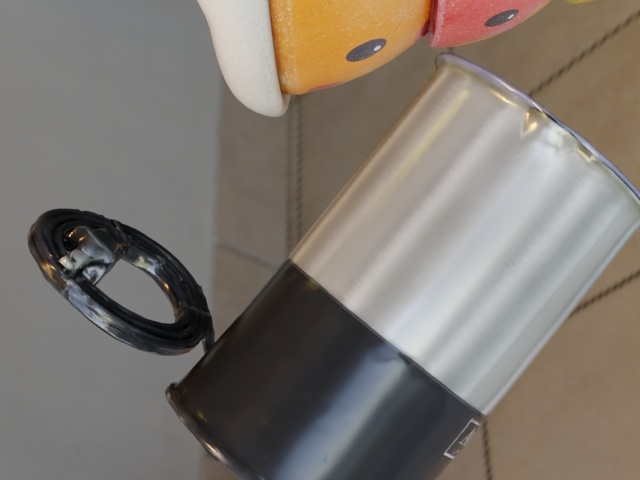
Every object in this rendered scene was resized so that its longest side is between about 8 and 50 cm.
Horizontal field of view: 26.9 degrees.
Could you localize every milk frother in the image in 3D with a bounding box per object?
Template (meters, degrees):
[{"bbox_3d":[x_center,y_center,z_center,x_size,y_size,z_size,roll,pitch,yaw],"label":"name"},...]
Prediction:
[{"bbox_3d":[0.000,0.000,0.419,0.135,0.143,0.129,-51,11,-1],"label":"milk frother"}]

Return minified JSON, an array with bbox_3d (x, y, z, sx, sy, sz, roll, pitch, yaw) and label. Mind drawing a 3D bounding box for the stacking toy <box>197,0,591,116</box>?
[{"bbox_3d":[0.153,-0.270,0.931,0.350,0.480,0.350,-2,-90,-87],"label":"stacking toy"}]
